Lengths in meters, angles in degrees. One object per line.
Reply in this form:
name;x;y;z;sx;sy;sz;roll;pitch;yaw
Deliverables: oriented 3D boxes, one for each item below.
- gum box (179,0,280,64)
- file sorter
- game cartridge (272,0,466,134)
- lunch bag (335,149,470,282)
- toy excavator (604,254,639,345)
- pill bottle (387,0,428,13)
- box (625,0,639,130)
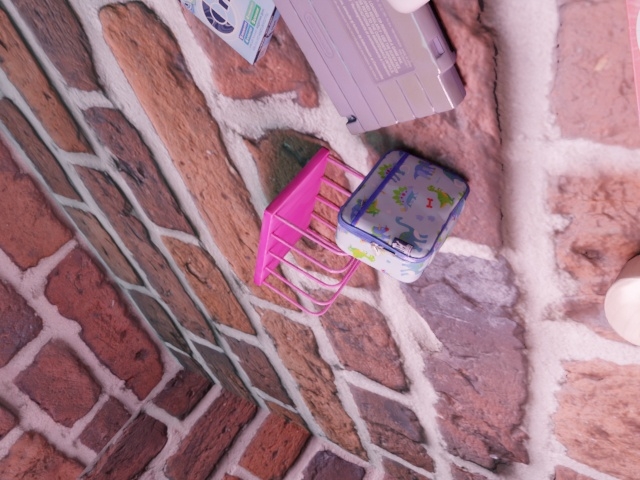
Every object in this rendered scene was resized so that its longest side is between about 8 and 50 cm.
gum box;-0.155;-0.420;0.926;0.184;0.041;0.157;40;149;-2
file sorter;0.000;0.000;1.140;0.182;0.202;0.290;33;148;9
game cartridge;0.052;-0.334;0.802;0.230;0.068;0.355;-7;126;45
lunch bag;0.135;-0.048;0.918;0.176;0.219;0.090;30;147;17
toy excavator;0.672;0.209;0.735;0.433;0.222;0.445;-9;111;51
pill bottle;0.043;-0.447;0.502;0.407;0.229;0.229;48;148;-14
box;0.366;-0.210;0.477;0.142;0.154;0.300;1;119;43
